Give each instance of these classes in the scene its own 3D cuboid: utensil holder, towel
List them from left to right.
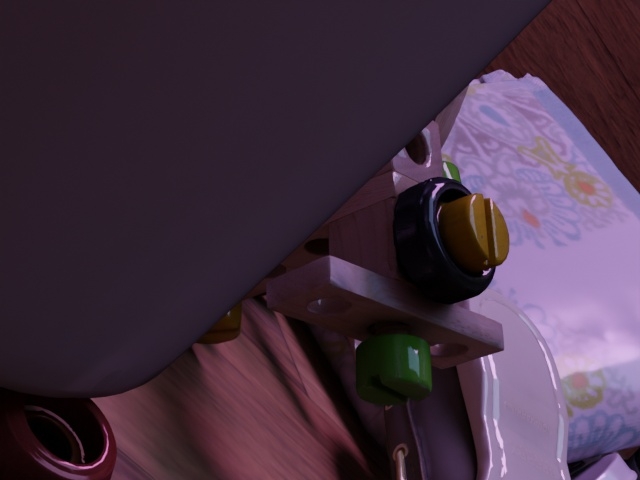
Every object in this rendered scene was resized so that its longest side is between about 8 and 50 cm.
[{"bbox_3d":[-0.036,-0.190,0.456,0.327,0.385,0.327,42,14,-13],"label":"utensil holder"},{"bbox_3d":[0.120,0.015,1.132,0.320,0.090,0.374,-9,49,-30],"label":"towel"}]

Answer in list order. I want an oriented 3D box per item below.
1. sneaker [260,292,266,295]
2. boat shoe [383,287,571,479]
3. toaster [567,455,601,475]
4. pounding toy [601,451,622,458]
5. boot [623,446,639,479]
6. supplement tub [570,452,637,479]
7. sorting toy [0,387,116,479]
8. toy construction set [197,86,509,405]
[{"bbox_3d":[-0.064,-0.041,0.973,0.191,0.071,0.083,49,3,-30],"label":"sneaker"},{"bbox_3d":[0.088,0.162,0.827,0.109,0.091,0.305,35,35,-28],"label":"boat shoe"},{"bbox_3d":[0.144,0.131,1.222,0.146,0.129,0.227,61,10,30],"label":"toaster"},{"bbox_3d":[0.215,0.184,1.391,0.100,0.130,0.141,48,10,-37],"label":"pounding toy"},{"bbox_3d":[0.226,0.223,1.176,0.083,0.161,0.246,56,8,13],"label":"boot"},{"bbox_3d":[0.209,0.259,0.986,0.200,0.144,0.144,54,8,6],"label":"supplement tub"},{"bbox_3d":[-0.085,0.087,0.435,0.061,0.042,0.102,33,28,-23],"label":"sorting toy"},{"bbox_3d":[0.000,0.000,0.777,0.309,0.257,0.237,52,25,-61],"label":"toy construction set"}]
